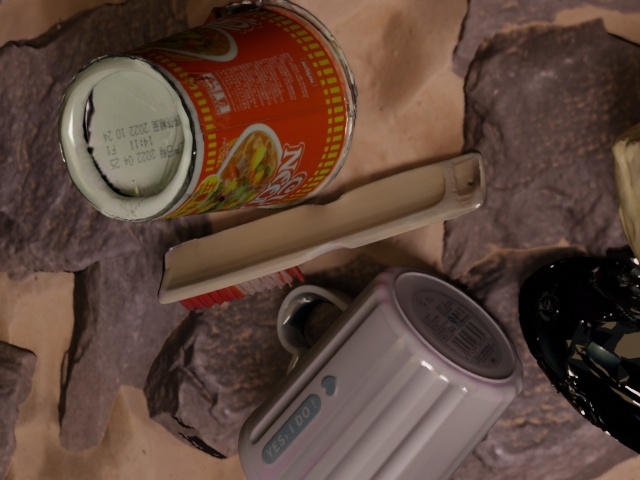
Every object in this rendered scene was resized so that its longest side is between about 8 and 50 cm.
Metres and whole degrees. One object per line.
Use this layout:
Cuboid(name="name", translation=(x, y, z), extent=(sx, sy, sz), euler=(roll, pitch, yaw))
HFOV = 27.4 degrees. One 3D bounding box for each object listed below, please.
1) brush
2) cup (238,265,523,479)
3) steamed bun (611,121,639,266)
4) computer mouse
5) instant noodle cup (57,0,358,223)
Cuboid(name="brush", translation=(0.000, 0.000, 1.139), extent=(0.321, 0.050, 0.060), euler=(-18, 49, 26))
Cuboid(name="cup", translation=(0.034, 0.121, 1.088), extent=(0.221, 0.167, 0.202), euler=(43, 116, 11))
Cuboid(name="steamed bun", translation=(0.353, -0.009, 0.832), extent=(0.289, 0.276, 0.203), euler=(-20, 104, 7))
Cuboid(name="computer mouse", translation=(0.250, 0.102, 1.013), extent=(0.241, 0.077, 0.147), euler=(33, 118, 18))
Cuboid(name="instant noodle cup", translation=(-0.099, -0.100, 1.077), extent=(0.193, 0.212, 0.193), euler=(7, 105, 28))
